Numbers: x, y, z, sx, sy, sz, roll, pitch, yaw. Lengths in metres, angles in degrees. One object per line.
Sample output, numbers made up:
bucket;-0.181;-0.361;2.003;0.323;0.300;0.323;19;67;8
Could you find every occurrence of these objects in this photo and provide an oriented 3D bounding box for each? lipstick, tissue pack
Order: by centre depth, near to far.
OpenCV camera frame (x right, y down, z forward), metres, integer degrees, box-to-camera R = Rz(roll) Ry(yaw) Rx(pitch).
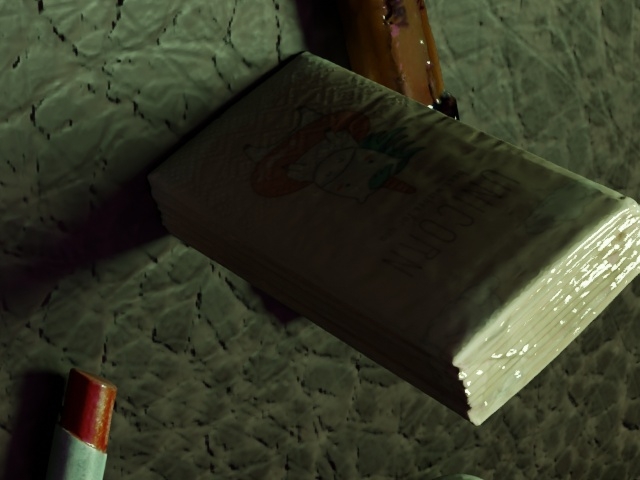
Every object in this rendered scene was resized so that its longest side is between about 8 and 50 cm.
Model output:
tissue pack;0.042;-0.015;1.119;0.170;0.325;0.071;-38;131;-21
lipstick;-0.185;0.220;1.205;0.068;0.061;0.274;2;106;-39
lipstick;0.053;-0.141;1.248;0.077;0.077;0.418;-33;126;-26

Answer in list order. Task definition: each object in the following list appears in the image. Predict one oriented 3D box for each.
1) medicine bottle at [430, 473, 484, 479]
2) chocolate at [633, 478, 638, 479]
medicine bottle;0.170;0.304;1.491;0.237;0.139;0.139;34;84;-45
chocolate;0.264;0.399;1.624;0.126;0.148;0.343;35;89;-5
